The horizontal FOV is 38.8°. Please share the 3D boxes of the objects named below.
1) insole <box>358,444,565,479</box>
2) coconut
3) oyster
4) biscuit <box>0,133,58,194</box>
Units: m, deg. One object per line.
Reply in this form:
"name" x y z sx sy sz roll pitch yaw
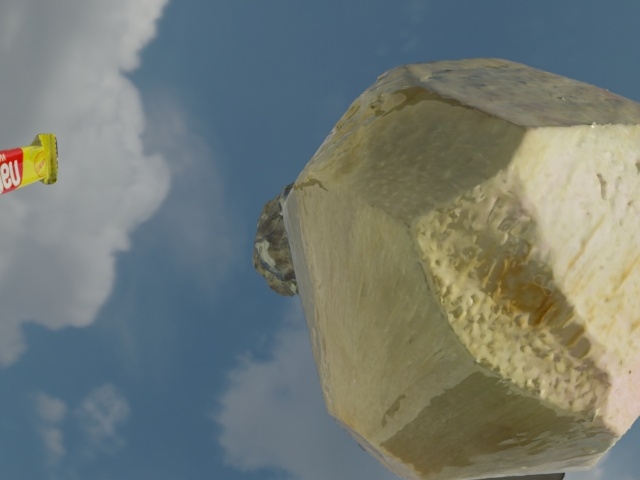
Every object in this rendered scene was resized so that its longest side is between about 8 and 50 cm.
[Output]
"insole" 0.118 0.176 0.871 0.348 0.009 0.119 -11 -108 62
"coconut" 0.084 0.017 0.475 0.197 0.236 0.237 -7 -85 65
"oyster" 0.003 0.000 1.029 0.252 0.087 0.199 40 -64 49
"biscuit" -0.269 -0.039 0.654 0.026 0.292 0.048 0 -76 13
